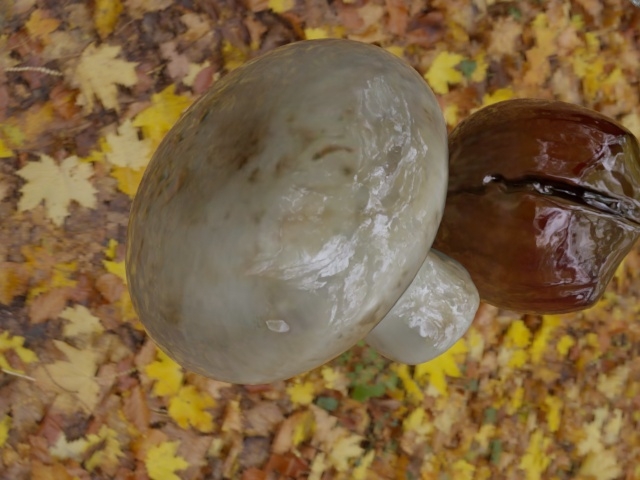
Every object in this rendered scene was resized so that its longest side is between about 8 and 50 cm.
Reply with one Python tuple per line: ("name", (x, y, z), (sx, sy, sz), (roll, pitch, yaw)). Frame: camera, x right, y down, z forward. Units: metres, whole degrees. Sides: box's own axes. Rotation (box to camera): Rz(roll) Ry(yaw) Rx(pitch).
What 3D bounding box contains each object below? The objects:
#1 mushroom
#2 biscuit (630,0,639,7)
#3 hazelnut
("mushroom", (0.000, 0.000, 0.695), (0.244, 0.243, 0.243), (0, 91, -30))
("biscuit", (0.294, -0.307, 1.032), (0.290, 0.038, 0.141), (34, 58, -14))
("hazelnut", (0.203, -0.036, 1.023), (0.181, 0.181, 0.212), (15, 87, -23))
